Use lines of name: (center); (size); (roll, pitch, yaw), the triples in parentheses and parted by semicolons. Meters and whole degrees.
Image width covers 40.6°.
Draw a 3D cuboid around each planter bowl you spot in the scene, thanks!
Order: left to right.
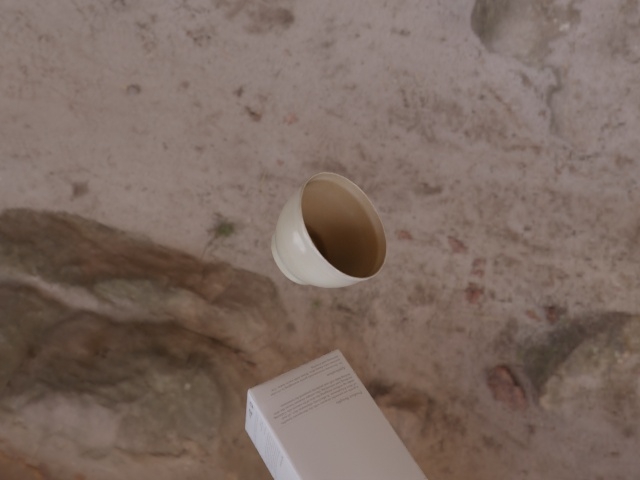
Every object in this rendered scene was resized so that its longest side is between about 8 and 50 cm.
planter bowl: (0.000, 0.000, 1.216); (0.162, 0.162, 0.109); (37, 134, -23)

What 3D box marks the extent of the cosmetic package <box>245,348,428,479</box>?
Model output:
cosmetic package: (0.037, 0.393, 1.479); (0.197, 0.365, 0.155); (-20, 147, -22)
